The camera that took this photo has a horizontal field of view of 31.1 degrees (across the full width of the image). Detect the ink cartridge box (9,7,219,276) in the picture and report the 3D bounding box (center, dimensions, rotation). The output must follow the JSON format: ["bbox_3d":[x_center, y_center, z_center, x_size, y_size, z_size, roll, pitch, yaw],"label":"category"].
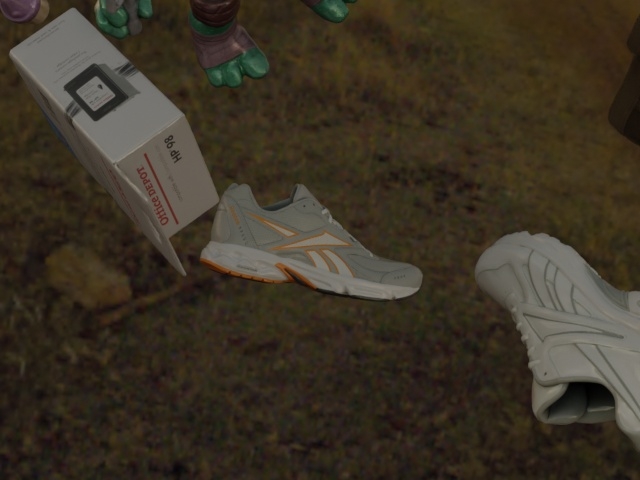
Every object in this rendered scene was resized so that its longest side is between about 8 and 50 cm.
[{"bbox_3d":[-0.134,-0.069,0.808,0.060,0.104,0.180,-38,59,-14],"label":"ink cartridge box"}]

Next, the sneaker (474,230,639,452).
[{"bbox_3d":[0.178,0.074,0.844,0.090,0.115,0.232,48,-9,-37],"label":"sneaker"}]

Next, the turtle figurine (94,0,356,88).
[{"bbox_3d":[-0.040,-0.171,0.622,0.175,0.118,0.234,-19,-14,1],"label":"turtle figurine"}]

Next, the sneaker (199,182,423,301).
[{"bbox_3d":[0.000,0.000,1.325,0.262,0.121,0.099,12,-3,-13],"label":"sneaker"}]

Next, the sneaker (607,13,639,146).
[{"bbox_3d":[0.213,-0.099,0.641,0.071,0.066,0.188,37,-9,16],"label":"sneaker"}]

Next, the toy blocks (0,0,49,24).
[{"bbox_3d":[-0.433,-0.441,1.407,0.309,0.289,0.260,31,6,9],"label":"toy blocks"}]
